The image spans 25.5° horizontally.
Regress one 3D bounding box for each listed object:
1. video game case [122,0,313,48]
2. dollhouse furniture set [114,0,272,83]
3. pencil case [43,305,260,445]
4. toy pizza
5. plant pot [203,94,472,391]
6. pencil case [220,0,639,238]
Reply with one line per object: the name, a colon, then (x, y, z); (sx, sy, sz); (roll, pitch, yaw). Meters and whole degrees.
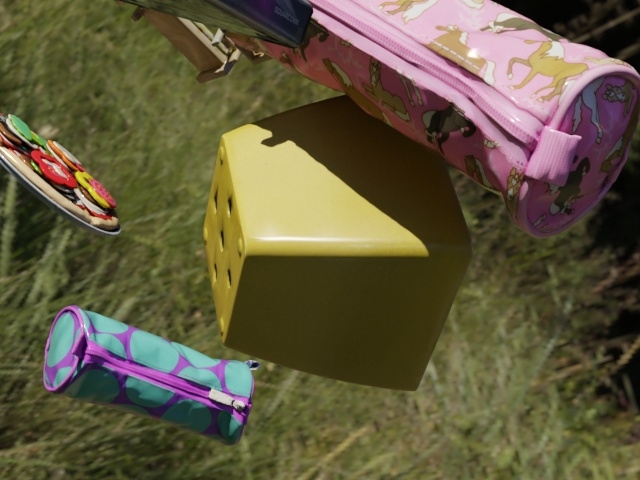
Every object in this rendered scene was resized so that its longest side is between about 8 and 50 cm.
video game case: (-0.143, -0.134, 0.527); (0.274, 0.196, 0.026); (16, 93, -66)
dollhouse furniture set: (-0.124, -0.277, 1.504); (0.182, 0.161, 0.101); (43, 62, -25)
pencil case: (-0.119, 0.096, 0.996); (0.152, 0.070, 0.064); (21, 78, -29)
toy pizza: (-0.292, -0.079, 1.550); (0.201, 0.032, 0.201); (41, 7, -6)
plant pot: (0.000, 0.000, 1.289); (0.187, 0.212, 0.212); (-2, 49, -16)
pencil case: (0.082, -0.154, 1.166); (0.167, 0.160, 0.386); (-36, 56, -28)
